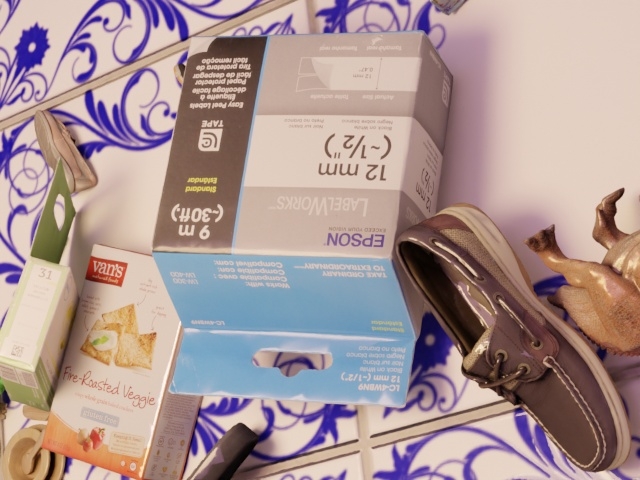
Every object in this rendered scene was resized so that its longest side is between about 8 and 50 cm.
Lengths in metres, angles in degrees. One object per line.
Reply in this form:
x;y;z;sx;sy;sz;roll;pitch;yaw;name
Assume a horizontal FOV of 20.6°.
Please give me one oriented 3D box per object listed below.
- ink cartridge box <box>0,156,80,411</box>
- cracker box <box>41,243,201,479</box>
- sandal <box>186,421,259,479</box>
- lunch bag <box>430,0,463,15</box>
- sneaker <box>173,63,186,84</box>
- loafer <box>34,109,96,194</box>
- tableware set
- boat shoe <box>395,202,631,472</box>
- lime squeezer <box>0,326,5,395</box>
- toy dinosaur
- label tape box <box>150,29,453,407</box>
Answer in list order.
-0.288;0.051;1.914;0.056;0.171;0.235;16;70;4;ink cartridge box
-0.198;0.131;1.885;0.156;0.067;0.232;11;84;38;cracker box
-0.141;0.298;1.790;0.054;0.097;0.254;40;105;9;sandal
0.128;-0.280;1.756;0.083;0.053;0.071;-42;58;10;lunch bag
-0.129;-0.171;1.938;0.037;0.032;0.083;-43;60;4;sneaker
-0.297;-0.102;2.045;0.125;0.039;0.045;62;149;33;loafer
-0.370;0.247;2.002;0.194;0.039;0.128;0;79;37;tableware set
0.165;0.094;1.570;0.285;0.092;0.103;57;145;19;boat shoe
-0.381;0.131;2.005;0.059;0.110;0.310;17;58;39;lime squeezer
0.303;0.039;1.505;0.296;0.127;0.200;-35;81;38;toy dinosaur
-0.023;-0.025;1.699;0.249;0.115;0.347;2;68;21;label tape box
